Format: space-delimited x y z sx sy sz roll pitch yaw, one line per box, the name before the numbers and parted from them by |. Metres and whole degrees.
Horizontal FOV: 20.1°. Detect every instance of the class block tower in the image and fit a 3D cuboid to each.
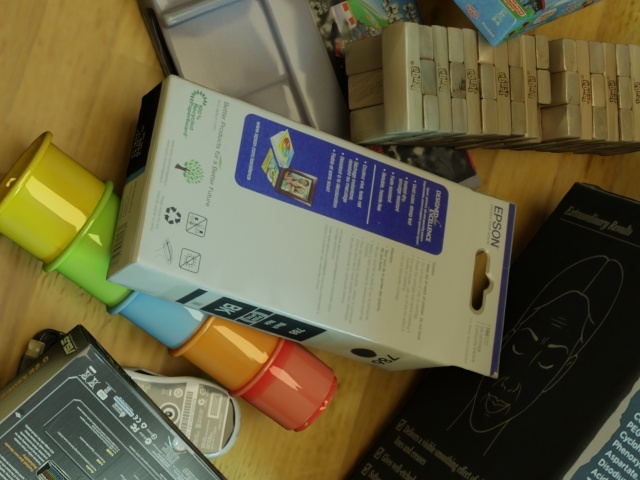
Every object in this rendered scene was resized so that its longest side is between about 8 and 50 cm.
block tower | 0.166 -0.125 1.547 0.335 0.097 0.091 1 84 -41

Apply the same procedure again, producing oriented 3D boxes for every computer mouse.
computer mouse | -0.161 0.140 1.486 0.193 0.042 0.106 13 81 -18

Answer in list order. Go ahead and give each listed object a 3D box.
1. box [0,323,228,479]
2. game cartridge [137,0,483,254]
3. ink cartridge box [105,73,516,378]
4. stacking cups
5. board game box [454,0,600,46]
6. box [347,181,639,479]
box | -0.182 0.210 1.435 0.183 0.056 0.231 -42 112 -1
game cartridge | -0.002 -0.116 1.541 0.230 0.068 0.355 -24 100 -17
ink cartridge box | 0.000 0.000 1.453 0.333 0.065 0.165 20 65 -23
stacking cups | -0.120 0.041 1.450 0.316 0.096 0.096 37 77 -13
board game box | 0.159 -0.255 1.534 0.160 0.039 0.211 51 38 10
box | 0.226 0.181 1.485 0.212 0.293 0.395 39 87 -20
